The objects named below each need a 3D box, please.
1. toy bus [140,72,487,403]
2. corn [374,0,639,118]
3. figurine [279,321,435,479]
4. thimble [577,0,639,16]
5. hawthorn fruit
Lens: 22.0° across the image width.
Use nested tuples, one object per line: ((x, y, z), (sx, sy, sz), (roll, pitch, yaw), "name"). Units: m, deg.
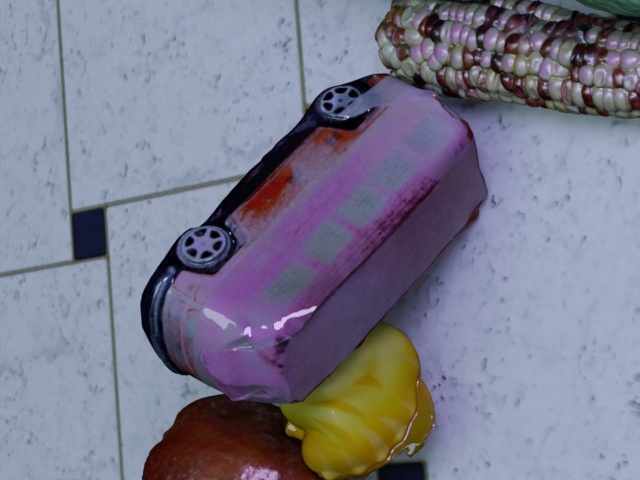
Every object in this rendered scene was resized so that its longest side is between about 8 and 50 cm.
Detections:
((0.000, 0.000, 1.324), (0.147, 0.302, 0.127), (26, 149, 29), "toy bus")
((0.167, -0.149, 1.321), (0.280, 0.092, 0.092), (14, 97, 35), "corn")
((0.009, 0.094, 1.410), (0.131, 0.156, 0.246), (-34, 60, 9), "figurine")
((0.232, -0.267, 1.186), (0.219, 0.150, 0.219), (0, 92, 7), "thimble")
((-0.066, 0.223, 1.451), (0.179, 0.173, 0.173), (6, 92, 1), "hawthorn fruit")
